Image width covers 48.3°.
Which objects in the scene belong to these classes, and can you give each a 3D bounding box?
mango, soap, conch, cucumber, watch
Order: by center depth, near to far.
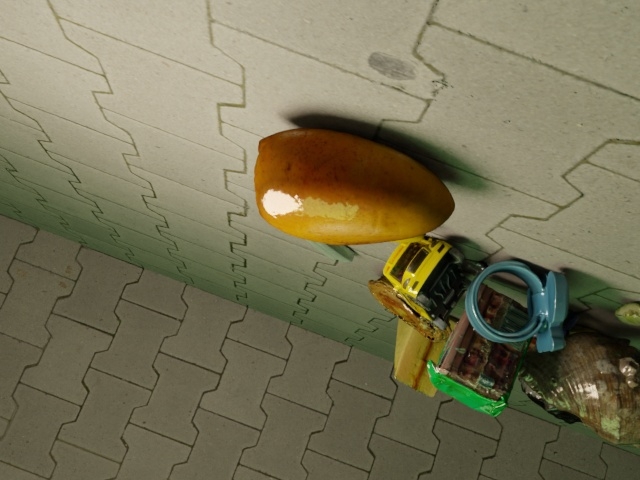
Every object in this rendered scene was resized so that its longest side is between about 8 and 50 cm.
[{"bbox_3d":[0.056,-0.081,1.220,0.350,0.201,0.199,11,-167,5],"label":"mango"},{"bbox_3d":[0.411,0.143,1.517,0.193,0.211,0.211,2,164,2],"label":"watch"},{"bbox_3d":[0.673,0.159,1.524,0.067,0.035,0.107,-3,160,33],"label":"cucumber"},{"bbox_3d":[0.379,0.239,1.599,0.218,0.273,0.098,27,147,9],"label":"soap"},{"bbox_3d":[0.633,0.303,1.650,0.352,0.210,0.297,32,-164,6],"label":"conch"}]

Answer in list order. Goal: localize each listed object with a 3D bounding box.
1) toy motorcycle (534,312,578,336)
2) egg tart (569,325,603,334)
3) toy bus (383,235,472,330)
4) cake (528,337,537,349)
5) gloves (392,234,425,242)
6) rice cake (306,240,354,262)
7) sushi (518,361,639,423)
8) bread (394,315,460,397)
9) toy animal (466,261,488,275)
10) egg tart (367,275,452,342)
[{"bbox_3d":[0.569,0.211,1.772,0.114,0.076,0.205,13,159,11],"label":"toy motorcycle"},{"bbox_3d":[0.671,0.301,1.847,0.191,0.191,0.074,12,-163,29],"label":"egg tart"},{"bbox_3d":[0.244,0.089,1.627,0.152,0.144,0.330,34,174,26],"label":"toy bus"},{"bbox_3d":[0.502,0.262,1.891,0.262,0.158,0.159,15,165,14],"label":"cake"},{"bbox_3d":[0.083,-0.052,1.491,0.294,0.116,0.133,15,-165,-13],"label":"gloves"},{"bbox_3d":[0.001,0.001,1.851,0.080,0.042,0.222,7,161,38],"label":"rice cake"},{"bbox_3d":[0.727,0.394,1.960,0.350,0.211,0.171,-7,144,44],"label":"sushi"},{"bbox_3d":[0.305,0.343,2.239,0.167,0.264,0.163,30,162,-11],"label":"bread"},{"bbox_3d":[0.358,0.067,1.632,0.050,0.028,0.084,11,164,4],"label":"toy animal"},{"bbox_3d":[0.260,0.171,1.978,0.297,0.132,0.297,34,170,7],"label":"egg tart"}]
